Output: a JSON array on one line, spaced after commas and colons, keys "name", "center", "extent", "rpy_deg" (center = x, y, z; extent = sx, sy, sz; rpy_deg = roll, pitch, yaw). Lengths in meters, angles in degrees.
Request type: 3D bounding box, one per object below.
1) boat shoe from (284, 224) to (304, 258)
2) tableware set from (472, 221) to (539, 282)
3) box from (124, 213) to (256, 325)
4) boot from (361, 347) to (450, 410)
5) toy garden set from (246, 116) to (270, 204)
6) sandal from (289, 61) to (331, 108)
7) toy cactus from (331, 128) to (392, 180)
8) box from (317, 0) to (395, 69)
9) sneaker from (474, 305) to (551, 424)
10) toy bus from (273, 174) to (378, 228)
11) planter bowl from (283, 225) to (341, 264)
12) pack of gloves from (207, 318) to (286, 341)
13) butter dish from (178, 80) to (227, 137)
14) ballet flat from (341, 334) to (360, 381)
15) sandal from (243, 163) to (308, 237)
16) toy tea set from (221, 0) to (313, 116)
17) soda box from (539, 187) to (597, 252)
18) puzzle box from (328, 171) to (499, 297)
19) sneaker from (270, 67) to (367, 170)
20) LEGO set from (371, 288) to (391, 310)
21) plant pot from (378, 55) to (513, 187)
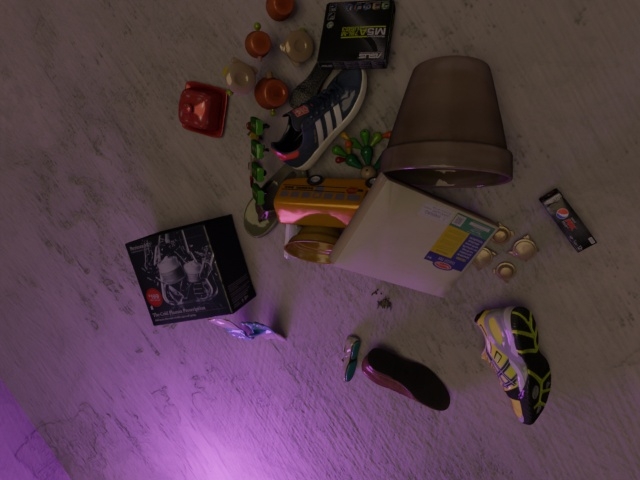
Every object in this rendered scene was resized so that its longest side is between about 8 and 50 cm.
[{"name": "boat shoe", "center": [-0.081, -0.023, 1.417], "extent": [0.063, 0.066, 0.184], "rpy_deg": [7, 105, 2]}, {"name": "tableware set", "center": [0.523, 0.037, 1.247], "extent": [0.141, 0.020, 0.168], "rpy_deg": [38, 114, 8]}, {"name": "box", "center": [-0.448, 0.104, 1.514], "extent": [0.344, 0.179, 0.312], "rpy_deg": [-12, 99, 21]}, {"name": "boot", "center": [0.276, 0.463, 1.427], "extent": [0.306, 0.112, 0.115], "rpy_deg": [30, 142, 5]}, {"name": "toy garden set", "center": [-0.188, -0.254, 1.335], "extent": [0.049, 0.204, 0.244], "rpy_deg": [-4, 111, -17]}, {"name": "sandal", "center": [-0.023, -0.462, 1.291], "extent": [0.067, 0.040, 0.179], "rpy_deg": [39, 99, -1]}, {"name": "toy cactus", "center": [0.141, -0.233, 1.269], "extent": [0.219, 0.112, 0.180], "rpy_deg": [-2, 114, 11]}, {"name": "box", "center": [0.097, -0.557, 1.177], "extent": [0.191, 0.045, 0.184], "rpy_deg": [7, 79, 17]}, {"name": "sneaker", "center": [0.568, 0.360, 1.280], "extent": [0.147, 0.145, 0.384], "rpy_deg": [-1, 110, 51]}, {"name": "toy bus", "center": [0.043, -0.112, 1.277], "extent": [0.333, 0.130, 0.108], "rpy_deg": [5, 137, 16]}, {"name": "planter bowl", "center": [0.000, 0.000, 1.354], "extent": [0.217, 0.217, 0.090], "rpy_deg": [1, 69, 19]}, {"name": "pack of gloves", "center": [-0.251, 0.326, 1.494], "extent": [0.195, 0.232, 0.046], "rpy_deg": [-3, 62, 19]}, {"name": "butter dish", "center": [-0.395, -0.418, 1.382], "extent": [0.160, 0.118, 0.160], "rpy_deg": [18, 109, 13]}, {"name": "ballet flat", "center": [0.098, 0.401, 1.485], "extent": [0.052, 0.057, 0.168], "rpy_deg": [26, 110, 41]}, {"name": "sandal", "center": [-0.160, -0.134, 1.397], "extent": [0.120, 0.086, 0.302], "rpy_deg": [41, 113, 5]}, {"name": "toy tea set", "center": [-0.143, -0.543, 1.269], "extent": [0.200, 0.124, 0.335], "rpy_deg": [27, 95, -26]}, {"name": "soda box", "center": [0.656, -0.054, 1.154], "extent": [0.053, 0.060, 0.168], "rpy_deg": [-36, 92, 25]}, {"name": "puzzle box", "center": [0.259, 0.004, 1.180], "extent": [0.409, 0.052, 0.272], "rpy_deg": [18, 116, -28]}, {"name": "sneaker", "center": [-0.012, -0.360, 1.225], "extent": [0.350, 0.148, 0.131], "rpy_deg": [-54, 48, 18]}, {"name": "LEGO set", "center": [0.203, 0.194, 1.404], "extent": [0.054, 0.023, 0.083], "rpy_deg": [-26, 82, 21]}, {"name": "plant pot", "center": [0.317, -0.291, 1.098], "extent": [0.324, 0.323, 0.280], "rpy_deg": [3, 89, 18]}]
